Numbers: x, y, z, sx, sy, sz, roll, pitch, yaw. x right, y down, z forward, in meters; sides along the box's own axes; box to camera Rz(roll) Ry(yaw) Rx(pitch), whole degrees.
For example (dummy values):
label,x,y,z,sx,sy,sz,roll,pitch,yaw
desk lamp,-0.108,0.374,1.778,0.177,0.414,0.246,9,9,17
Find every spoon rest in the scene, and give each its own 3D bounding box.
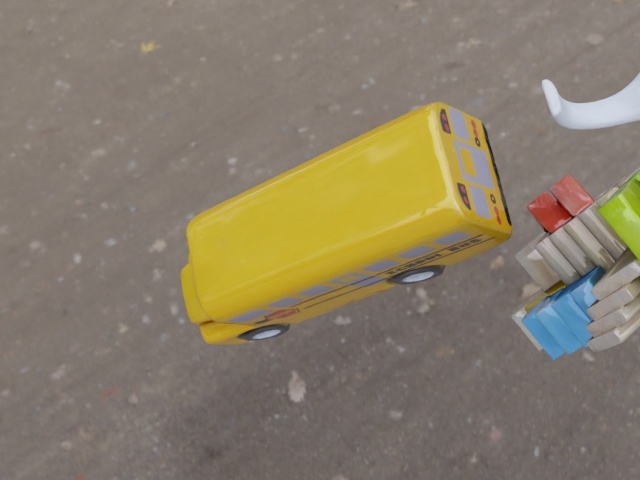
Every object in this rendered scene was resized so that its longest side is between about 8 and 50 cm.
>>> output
label,x,y,z,sx,sy,sz,roll,pitch,yaw
spoon rest,0.412,-0.198,1.152,0.277,0.084,0.137,-17,60,14

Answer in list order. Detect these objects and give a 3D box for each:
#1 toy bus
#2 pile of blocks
label,x,y,z,sx,sy,sz,roll,pitch,yaw
toy bus,0.000,0.000,0.841,0.333,0.130,0.108,-23,71,32
pile of blocks,0.212,0.003,0.728,0.149,0.362,0.112,-36,84,-25
